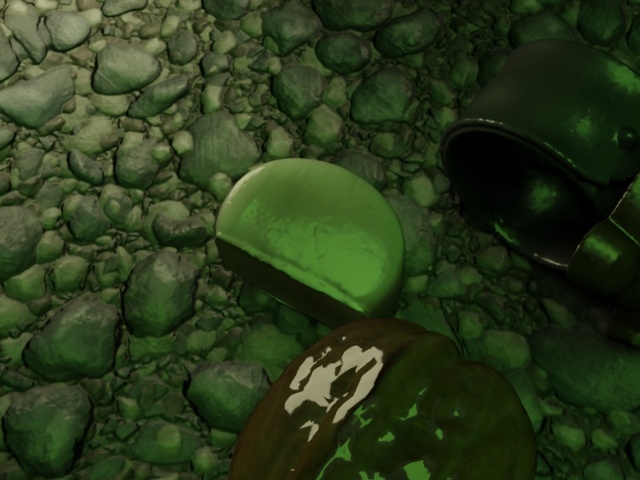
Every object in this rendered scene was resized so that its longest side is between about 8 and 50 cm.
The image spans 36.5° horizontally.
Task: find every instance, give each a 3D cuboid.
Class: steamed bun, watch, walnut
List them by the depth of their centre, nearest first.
[{"bbox_3d":[0.055,0.255,1.037,0.306,0.306,0.344,42,60,15],"label":"walnut"},{"bbox_3d":[0.322,-0.068,1.220,0.327,0.335,0.314,33,72,33],"label":"watch"},{"bbox_3d":[0.000,0.000,1.228,0.242,0.146,0.164,27,69,11],"label":"steamed bun"}]
